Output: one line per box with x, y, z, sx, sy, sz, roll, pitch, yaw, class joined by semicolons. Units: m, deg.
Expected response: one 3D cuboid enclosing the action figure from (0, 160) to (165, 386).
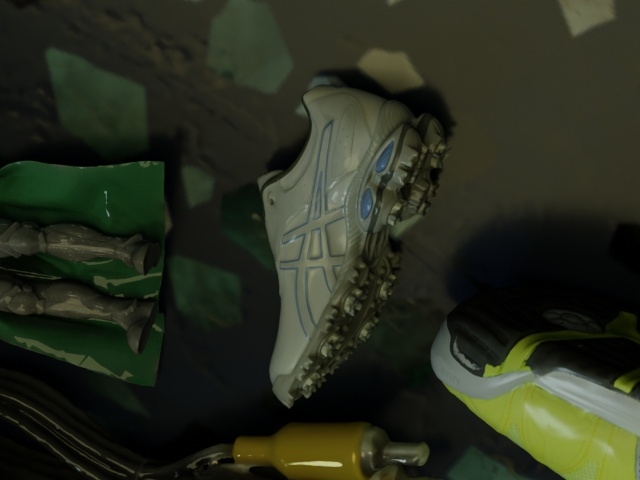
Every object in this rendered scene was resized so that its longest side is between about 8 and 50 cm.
-0.202;0.008;1.006;0.232;0.063;0.137;9;113;9;action figure

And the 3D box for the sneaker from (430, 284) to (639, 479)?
0.221;0.153;0.952;0.384;0.145;0.147;28;109;-1;sneaker

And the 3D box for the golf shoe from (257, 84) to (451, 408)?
0.000;0.000;0.983;0.086;0.069;0.176;29;108;19;golf shoe

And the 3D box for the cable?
-0.073;0.136;1.047;0.287;0.072;0.139;14;133;16;cable
